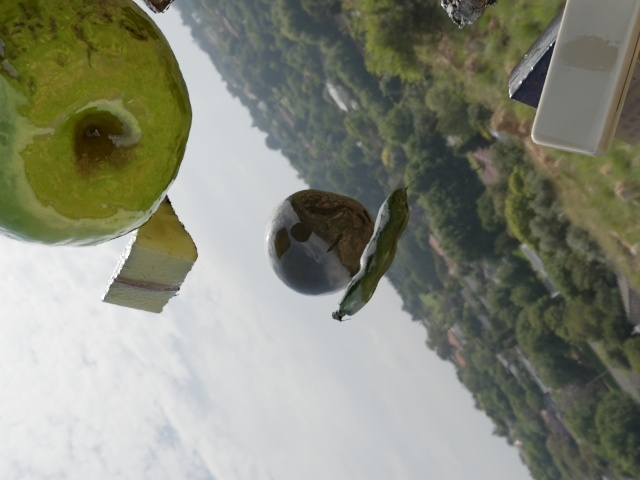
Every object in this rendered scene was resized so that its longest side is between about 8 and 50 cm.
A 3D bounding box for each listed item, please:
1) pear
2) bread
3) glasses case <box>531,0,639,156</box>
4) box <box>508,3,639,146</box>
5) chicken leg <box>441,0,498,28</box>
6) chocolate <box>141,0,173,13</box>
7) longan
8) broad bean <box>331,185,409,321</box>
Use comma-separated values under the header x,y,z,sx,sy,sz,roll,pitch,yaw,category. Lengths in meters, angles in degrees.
x,y,z,sx,sy,sz,roll,pitch,yaw,category
-0.372,-0.176,0.873,0.391,0.391,0.391,53,-177,-5,pear
-0.346,0.042,1.275,0.178,0.142,0.266,46,138,5,bread
0.521,-0.337,1.242,0.144,0.336,0.076,21,-167,38,glasses case
0.753,-0.433,1.738,0.415,0.116,0.264,19,147,-10,box
0.280,-0.502,1.259,0.080,0.125,0.196,10,-132,-33,chicken leg
-0.421,-0.577,1.253,0.329,0.102,0.065,38,148,-26,chocolate
0.000,0.000,1.377,0.248,0.248,0.248,53,-177,-5,longan
0.093,0.018,1.039,0.046,0.254,0.065,36,162,-29,broad bean
